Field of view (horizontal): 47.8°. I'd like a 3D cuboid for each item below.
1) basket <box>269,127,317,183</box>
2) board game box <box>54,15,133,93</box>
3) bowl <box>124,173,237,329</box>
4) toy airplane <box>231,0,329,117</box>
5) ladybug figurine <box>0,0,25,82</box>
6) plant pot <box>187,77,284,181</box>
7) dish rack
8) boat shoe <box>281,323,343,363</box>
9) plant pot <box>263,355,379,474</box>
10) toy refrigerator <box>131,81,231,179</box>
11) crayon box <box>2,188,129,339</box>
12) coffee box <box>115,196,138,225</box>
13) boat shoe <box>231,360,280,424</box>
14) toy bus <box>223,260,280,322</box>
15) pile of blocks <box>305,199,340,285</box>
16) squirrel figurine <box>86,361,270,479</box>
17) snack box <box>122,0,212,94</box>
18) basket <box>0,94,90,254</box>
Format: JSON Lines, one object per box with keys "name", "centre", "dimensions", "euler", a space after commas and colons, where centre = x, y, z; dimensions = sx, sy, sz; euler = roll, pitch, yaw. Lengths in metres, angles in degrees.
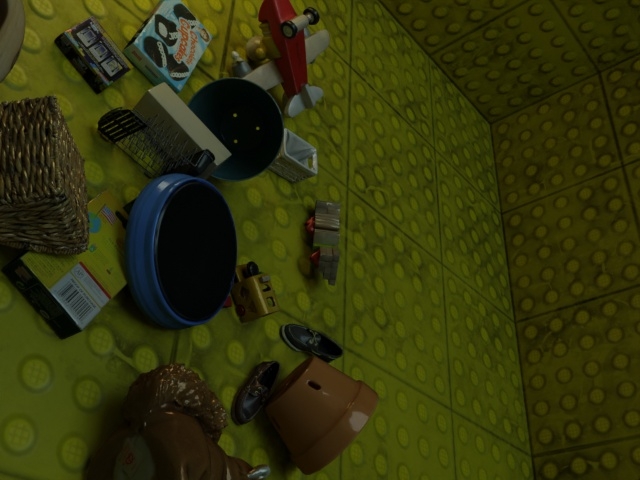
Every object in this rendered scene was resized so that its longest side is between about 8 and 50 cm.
{"name": "basket", "centre": [-0.101, -0.277, 2.413], "dimensions": [0.167, 0.103, 0.113], "euler": [30, 48, -43]}
{"name": "board game box", "centre": [-0.594, -0.490, 1.905], "dimensions": [0.170, 0.048, 0.141], "euler": [53, 33, -18]}
{"name": "bowl", "centre": [-0.331, 0.026, 1.801], "dimensions": [0.391, 0.077, 0.391], "euler": [-1, 90, -65]}
{"name": "toy airplane", "centre": [-0.137, -0.616, 2.475], "dimensions": [0.386, 0.272, 0.384], "euler": [17, 95, -59]}
{"name": "ladybug figurine", "centre": [-0.790, -0.446, 1.499], "dimensions": [0.305, 0.162, 0.449], "euler": [40, 41, -35]}
{"name": "plant pot", "centre": [-0.242, -0.327, 2.128], "dimensions": [0.290, 0.290, 0.195], "euler": [61, 7, -7]}
{"name": "dish rack", "centre": [-0.430, -0.248, 1.854], "dimensions": [0.271, 0.208, 0.074], "euler": [42, 56, -30]}
{"name": "boat shoe", "centre": [-0.023, 0.305, 2.193], "dimensions": [0.228, 0.069, 0.081], "euler": [35, 44, -38]}
{"name": "plant pot", "centre": [-0.014, 0.451, 1.953], "dimensions": [0.203, 0.291, 0.291], "euler": [46, 35, -2]}
{"name": "toy refrigerator", "centre": [-0.380, -0.294, 1.985], "dimensions": [0.269, 0.102, 0.094], "euler": [46, 36, -6]}
{"name": "crayon box", "centre": [-0.529, 0.045, 1.634], "dimensions": [0.202, 0.081, 0.318], "euler": [55, 36, -16]}
{"name": "coffee box", "centre": [-0.426, -0.095, 1.839], "dimensions": [0.184, 0.113, 0.040], "euler": [-30, 92, -55]}
{"name": "boat shoe", "centre": [-0.169, 0.399, 1.930], "dimensions": [0.073, 0.073, 0.207], "euler": [52, 37, -23]}
{"name": "toy bus", "centre": [-0.188, 0.129, 2.039], "dimensions": [0.202, 0.104, 0.191], "euler": [43, 40, -32]}
{"name": "pile of blocks", "centre": [0.000, 0.000, 2.407], "dimensions": [0.113, 0.149, 0.362], "euler": [8, 42, -4]}
{"name": "squirrel figurine", "centre": [-0.273, 0.463, 1.576], "dimensions": [0.370, 0.281, 0.396], "euler": [32, 49, -50]}
{"name": "snack box", "centre": [-0.448, -0.586, 2.156], "dimensions": [0.187, 0.060, 0.322], "euler": [46, 38, -28]}
{"name": "basket", "centre": [-0.624, -0.121, 1.527], "dimensions": [0.223, 0.214, 0.299], "euler": [89, -13, -55]}
